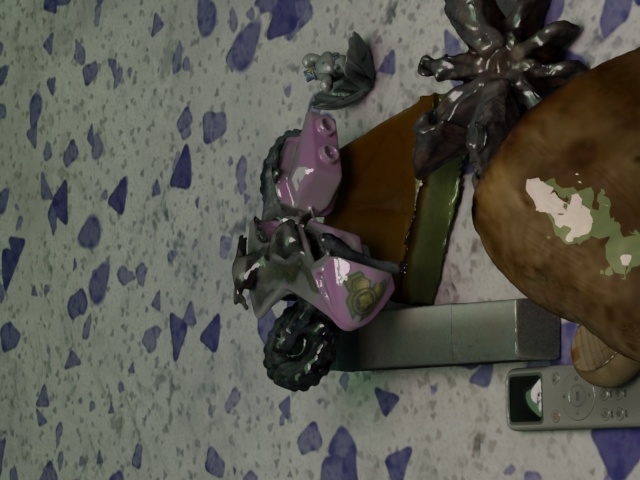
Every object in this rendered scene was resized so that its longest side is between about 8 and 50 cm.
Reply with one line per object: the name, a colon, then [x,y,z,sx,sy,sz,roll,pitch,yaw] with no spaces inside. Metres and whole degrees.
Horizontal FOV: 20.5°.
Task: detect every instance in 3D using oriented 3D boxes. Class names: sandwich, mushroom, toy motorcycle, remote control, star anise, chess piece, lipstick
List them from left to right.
toy motorcycle: [0.000,0.000,1.971,0.188,0.143,0.327,-36,46,42]
sandwich: [0.072,-0.072,2.028,0.212,0.063,0.245,28,109,51]
lipstick: [0.127,0.105,1.936,0.317,0.066,0.068,-8,80,52]
star anise: [0.174,-0.162,1.846,0.198,0.111,0.257,13,82,39]
remote control: [0.274,0.154,1.766,0.261,0.029,0.067,-10,78,53]
chess piece: [0.283,0.103,1.730,0.084,0.038,0.083,-36,36,32]
mushroom: [0.359,0.012,1.448,0.397,0.314,0.224,48,144,36]

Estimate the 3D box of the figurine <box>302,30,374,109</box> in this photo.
figurine: [0.017,-0.195,2.098,0.086,0.094,0.082,-14,115,23]
